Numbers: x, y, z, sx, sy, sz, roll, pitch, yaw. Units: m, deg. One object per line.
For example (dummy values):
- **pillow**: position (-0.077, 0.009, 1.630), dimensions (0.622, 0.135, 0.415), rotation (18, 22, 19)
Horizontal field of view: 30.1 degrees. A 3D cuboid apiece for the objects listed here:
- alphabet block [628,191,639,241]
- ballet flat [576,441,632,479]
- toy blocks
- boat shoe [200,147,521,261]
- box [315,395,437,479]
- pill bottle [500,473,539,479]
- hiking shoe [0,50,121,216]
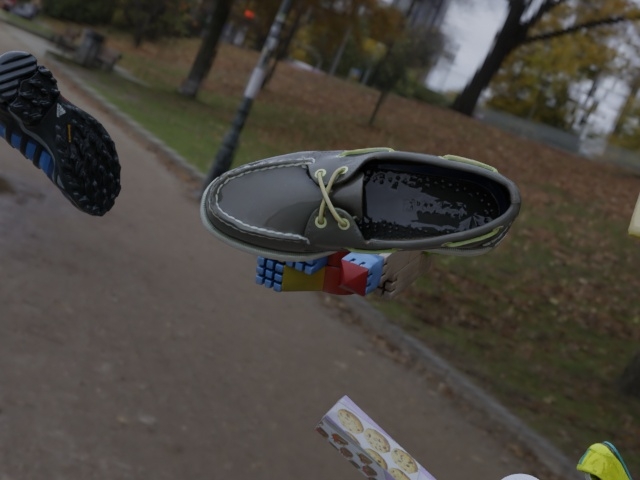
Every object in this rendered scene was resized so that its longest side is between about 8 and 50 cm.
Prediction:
- **alphabet block**: position (0.503, -0.057, 1.382), dimensions (0.193, 0.197, 0.192), rotation (24, -7, -41)
- **ballet flat**: position (0.489, 0.431, 1.911), dimensions (0.231, 0.077, 0.077), rotation (55, -18, -3)
- **toy blocks**: position (0.000, 0.000, 1.905), dimensions (0.381, 0.191, 0.261), rotation (21, 30, 25)
- **boat shoe**: position (0.038, -0.038, 1.130), dimensions (0.305, 0.109, 0.091), rotation (2, -12, -4)
- **box**: position (0.133, 0.413, 2.114), dimensions (0.324, 0.063, 0.067), rotation (43, 51, 8)
- **pill bottle**: position (0.330, 0.483, 1.952), dimensions (0.121, 0.121, 0.216), rotation (27, -36, 33)
- **hiking shoe**: position (-0.406, -0.162, 1.770), dimensions (0.132, 0.113, 0.304), rotation (11, -38, 42)
